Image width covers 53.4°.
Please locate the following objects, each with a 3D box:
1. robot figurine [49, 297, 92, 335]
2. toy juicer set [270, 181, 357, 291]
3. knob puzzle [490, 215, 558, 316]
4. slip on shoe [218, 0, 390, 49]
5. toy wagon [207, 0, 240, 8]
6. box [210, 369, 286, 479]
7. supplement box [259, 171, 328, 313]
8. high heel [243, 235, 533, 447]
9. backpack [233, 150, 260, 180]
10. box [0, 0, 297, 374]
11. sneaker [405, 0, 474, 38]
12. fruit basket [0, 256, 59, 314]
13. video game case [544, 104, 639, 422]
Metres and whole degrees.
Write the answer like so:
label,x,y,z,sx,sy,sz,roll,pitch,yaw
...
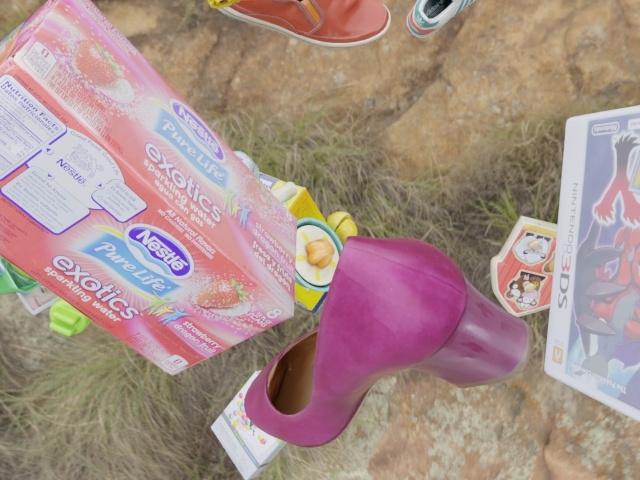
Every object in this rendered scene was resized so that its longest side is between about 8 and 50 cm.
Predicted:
label,x,y,z,sx,sy,sz,roll,pitch,yaw
robot figurine,-0.412,0.113,1.081,0.067,0.101,0.115,23,28,-2
toy juicer set,0.000,0.000,1.137,0.090,0.329,0.209,-26,28,46
knob puzzle,0.392,0.062,1.137,0.213,0.213,0.030,-18,31,1
slip on shoe,-0.019,-0.413,1.089,0.332,0.101,0.122,7,68,-25
toy wagon,-0.171,-0.464,0.826,0.267,0.068,0.344,-22,78,-17
box,-0.136,0.389,1.341,0.145,0.038,0.186,49,113,26
supplement box,-0.099,0.009,1.700,0.194,0.356,0.195,22,68,35
high heel,-0.011,0.092,0.583,0.377,0.181,0.127,-33,35,44
backpack,-0.217,-0.113,1.386,0.182,0.115,0.151,-21,61,-7
box,-0.165,-0.037,0.548,0.154,0.300,0.142,-28,36,23
sneaker,0.184,-0.337,0.846,0.161,0.075,0.057,-43,96,4
fruit basket,-0.502,-0.053,1.106,0.353,0.326,0.165,-23,11,36
video game case,0.194,0.014,0.353,0.023,0.201,0.183,2,94,-13
